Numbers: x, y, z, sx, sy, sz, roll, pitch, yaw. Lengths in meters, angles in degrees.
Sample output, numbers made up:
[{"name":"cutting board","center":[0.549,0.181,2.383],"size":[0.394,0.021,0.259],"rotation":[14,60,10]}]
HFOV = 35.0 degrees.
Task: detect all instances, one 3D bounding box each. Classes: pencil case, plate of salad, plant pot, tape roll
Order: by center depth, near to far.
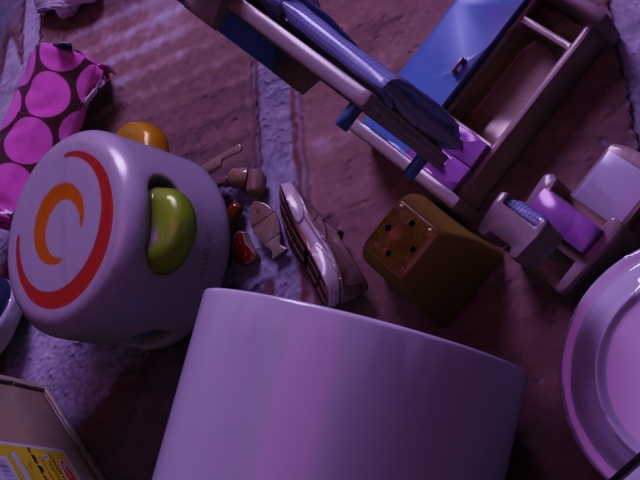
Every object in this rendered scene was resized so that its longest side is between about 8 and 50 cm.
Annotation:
[{"name":"plate of salad","center":[0.268,0.095,0.708],"size":[0.199,0.048,0.200],"rotation":[-7,74,26]},{"name":"tape roll","center":[0.012,0.145,0.730],"size":[0.246,0.246,0.169],"rotation":[9,80,33]},{"name":"plant pot","center":[0.082,0.010,0.828],"size":[0.081,0.083,0.081],"rotation":[42,98,33]},{"name":"pencil case","center":[-0.299,-0.108,1.097],"size":[0.098,0.095,0.209],"rotation":[19,86,13]}]

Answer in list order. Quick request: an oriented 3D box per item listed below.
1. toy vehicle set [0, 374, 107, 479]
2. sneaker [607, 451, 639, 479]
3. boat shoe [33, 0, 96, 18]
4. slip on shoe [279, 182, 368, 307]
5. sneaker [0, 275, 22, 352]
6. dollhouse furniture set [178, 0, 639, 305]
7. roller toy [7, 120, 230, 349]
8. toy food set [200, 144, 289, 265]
[{"name":"toy vehicle set","center":[-0.259,0.220,0.915],"size":[0.035,0.166,0.267],"rotation":[-49,56,8]},{"name":"sneaker","center":[0.268,0.150,0.617],"size":[0.123,0.106,0.290],"rotation":[47,114,18]},{"name":"boat shoe","center":[-0.297,-0.277,1.184],"size":[0.100,0.035,0.035],"rotation":[7,105,29]},{"name":"slip on shoe","center":[0.000,0.000,0.909],"size":[0.041,0.051,0.135],"rotation":[-15,50,-17]},{"name":"sneaker","center":[-0.493,0.073,1.099],"size":[0.350,0.148,0.131],"rotation":[-16,44,22]},{"name":"dollhouse furniture set","center":[0.100,-0.140,0.734],"size":[0.286,0.303,0.198],"rotation":[42,98,34]},{"name":"roller toy","center":[-0.186,0.002,0.955],"size":[0.191,0.146,0.209],"rotation":[-54,51,17]},{"name":"toy food set","center":[-0.077,-0.026,0.977],"size":[0.078,0.019,0.122],"rotation":[-27,70,21]}]
